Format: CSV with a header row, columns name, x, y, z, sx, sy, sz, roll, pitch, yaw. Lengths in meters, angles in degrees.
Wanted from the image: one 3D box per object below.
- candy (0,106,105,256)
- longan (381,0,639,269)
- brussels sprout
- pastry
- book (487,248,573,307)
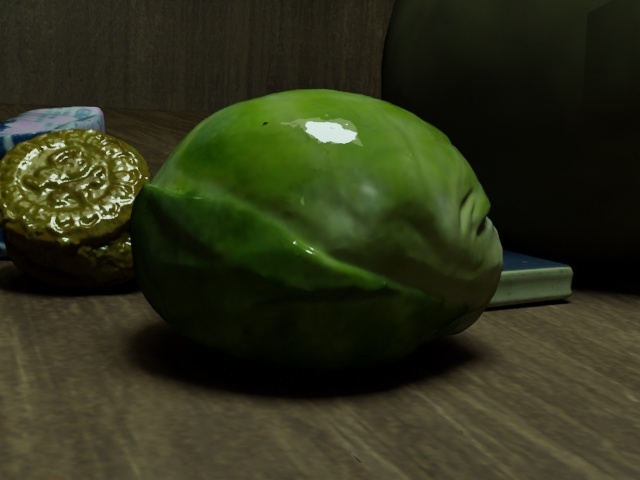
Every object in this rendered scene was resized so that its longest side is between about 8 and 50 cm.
name,x,y,z,sx,sy,sz,roll,pitch,yaw
candy,-0.198,-0.044,0.736,0.073,0.092,0.160,-2,12,-3
longan,0.226,-0.143,0.795,0.404,0.336,0.404,-29,-8,-4
brussels sprout,0.000,-0.002,0.487,0.183,0.131,0.145,4,-12,-1
pastry,-0.146,-0.018,0.618,0.109,0.057,0.097,28,51,19
book,0.012,0.008,0.712,0.190,0.025,0.269,-4,12,-31
